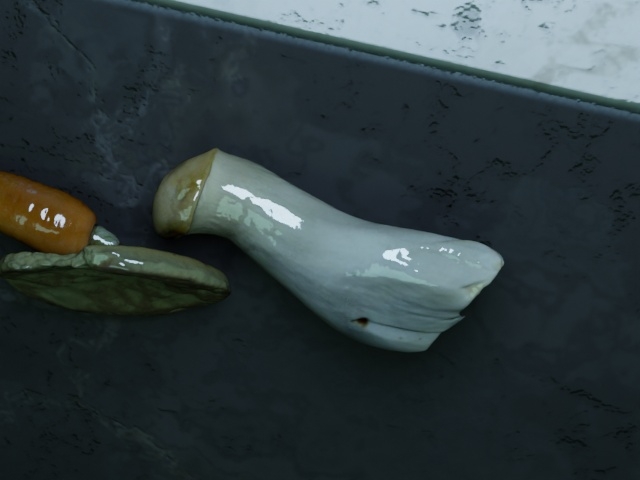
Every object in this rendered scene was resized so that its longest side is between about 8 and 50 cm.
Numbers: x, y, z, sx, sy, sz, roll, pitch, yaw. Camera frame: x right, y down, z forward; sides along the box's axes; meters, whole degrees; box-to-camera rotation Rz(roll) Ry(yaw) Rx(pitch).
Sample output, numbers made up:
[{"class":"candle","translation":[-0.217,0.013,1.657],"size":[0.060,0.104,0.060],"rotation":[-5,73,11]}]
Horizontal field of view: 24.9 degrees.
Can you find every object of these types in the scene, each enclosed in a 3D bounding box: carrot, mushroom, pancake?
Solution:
[{"class":"carrot","translation":[-0.361,-0.053,1.478],"size":[0.336,0.069,0.069],"rotation":[22,127,0]},{"class":"mushroom","translation":[0.000,0.000,1.409],"size":[0.329,0.122,0.159],"rotation":[24,119,-2]},{"class":"pancake","translation":[-0.209,0.038,1.468],"size":[0.222,0.042,0.236],"rotation":[14,160,-40]}]
